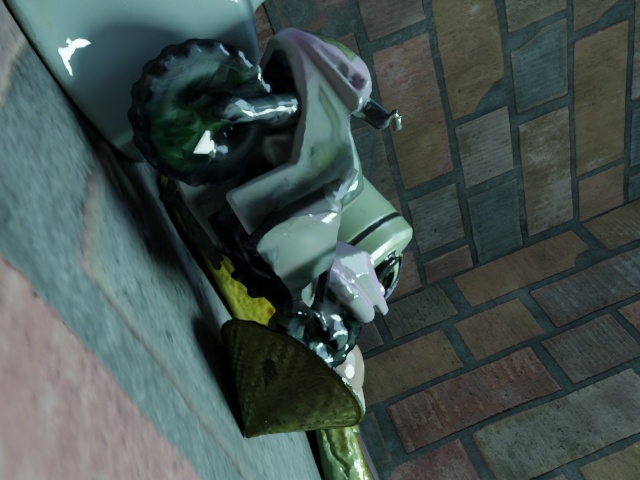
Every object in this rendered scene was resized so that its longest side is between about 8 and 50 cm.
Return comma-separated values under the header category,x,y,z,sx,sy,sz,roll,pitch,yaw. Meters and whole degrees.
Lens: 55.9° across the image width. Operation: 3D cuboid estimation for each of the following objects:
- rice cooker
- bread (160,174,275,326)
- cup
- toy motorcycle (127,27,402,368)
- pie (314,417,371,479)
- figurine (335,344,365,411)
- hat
category,x,y,z,sx,sy,sz,roll,pitch,yaw
rice cooker,0.000,0.000,0.840,0.244,0.226,0.226,46,-6,13
bread,-0.080,0.006,0.639,0.102,0.095,0.245,-106,176,-46
cup,-0.145,-0.254,0.484,0.347,0.163,0.347,157,-90,-89
toy motorcycle,-0.011,-0.031,0.500,0.143,0.188,0.327,23,-32,46
pie,0.041,0.350,0.976,0.302,0.067,0.302,160,-90,-89
figurine,0.002,0.187,0.871,0.125,0.125,0.138,69,8,-53
hat,-0.042,0.137,0.502,0.146,0.067,0.146,25,-33,18
